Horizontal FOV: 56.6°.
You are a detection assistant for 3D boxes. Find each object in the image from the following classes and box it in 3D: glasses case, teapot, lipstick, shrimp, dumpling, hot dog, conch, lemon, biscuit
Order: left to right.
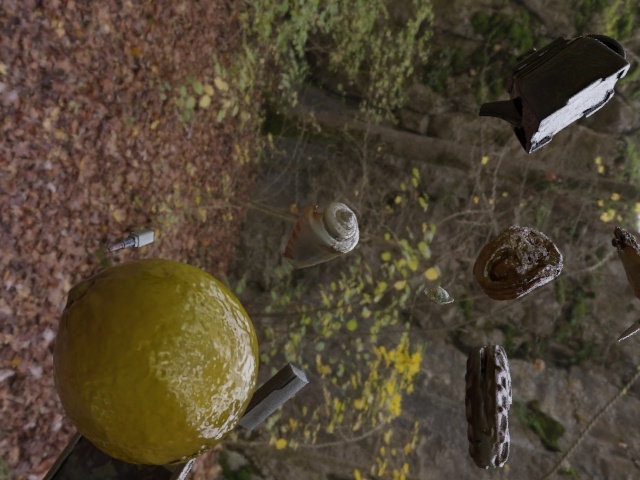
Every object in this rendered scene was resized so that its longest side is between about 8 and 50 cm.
[{"bbox_3d":[-0.366,0.003,1.137,0.107,0.025,0.025,-30,131,-58],"label":"lipstick"},{"bbox_3d":[-0.220,0.162,0.814,0.293,0.292,0.293,19,90,-87],"label":"lemon"},{"bbox_3d":[-0.129,0.406,1.536,0.205,0.071,0.047,-41,-137,9],"label":"glasses case"},{"bbox_3d":[0.002,0.007,1.552,0.255,0.158,0.127,-53,-148,33],"label":"conch"},{"bbox_3d":[0.303,0.147,1.546,0.043,0.077,0.059,-49,178,25],"label":"dumpling"},{"bbox_3d":[0.476,0.441,1.681,0.366,0.115,0.268,-51,133,-63],"label":"biscuit"},{"bbox_3d":[0.521,0.055,1.552,0.259,0.175,0.114,-25,155,-32],"label":"hot dog"},{"bbox_3d":[0.266,-0.183,0.686,0.177,0.096,0.087,-33,160,-1],"label":"teapot"},{"bbox_3d":[0.784,0.083,1.421,0.062,0.153,0.295,-46,-133,41],"label":"shrimp"}]

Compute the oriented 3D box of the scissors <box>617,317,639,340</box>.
[{"bbox_3d":[0.609,0.153,1.118,0.119,0.058,0.014,-40,138,6],"label":"scissors"}]

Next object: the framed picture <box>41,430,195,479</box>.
[{"bbox_3d":[-0.376,0.429,1.032,0.024,0.314,0.232,53,56,-38],"label":"framed picture"}]
